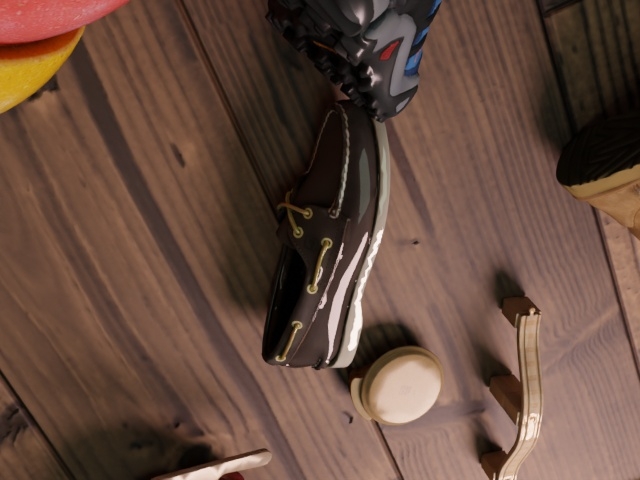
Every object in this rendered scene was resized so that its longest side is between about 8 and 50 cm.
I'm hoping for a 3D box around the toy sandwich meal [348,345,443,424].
[{"bbox_3d":[0.066,0.124,0.837,0.085,0.029,0.086,-7,113,-17],"label":"toy sandwich meal"}]

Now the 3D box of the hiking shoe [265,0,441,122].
[{"bbox_3d":[0.042,-0.155,0.558,0.113,0.304,0.132,43,91,0],"label":"hiking shoe"}]

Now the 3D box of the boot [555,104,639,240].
[{"bbox_3d":[0.355,-0.020,0.765,0.269,0.236,0.089,35,64,-24],"label":"boot"}]

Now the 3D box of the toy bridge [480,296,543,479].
[{"bbox_3d":[0.174,0.141,0.854,0.026,0.063,0.188,-4,116,-14],"label":"toy bridge"}]

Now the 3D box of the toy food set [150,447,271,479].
[{"bbox_3d":[-0.113,0.255,0.831,0.128,0.071,0.218,-14,122,-36],"label":"toy food set"}]

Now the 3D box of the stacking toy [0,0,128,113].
[{"bbox_3d":[-0.213,-0.171,0.498,0.350,0.351,0.480,23,121,-24],"label":"stacking toy"}]

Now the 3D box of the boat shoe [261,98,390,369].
[{"bbox_3d":[0.000,0.000,0.728,0.068,0.081,0.228,-2,117,-19],"label":"boat shoe"}]
